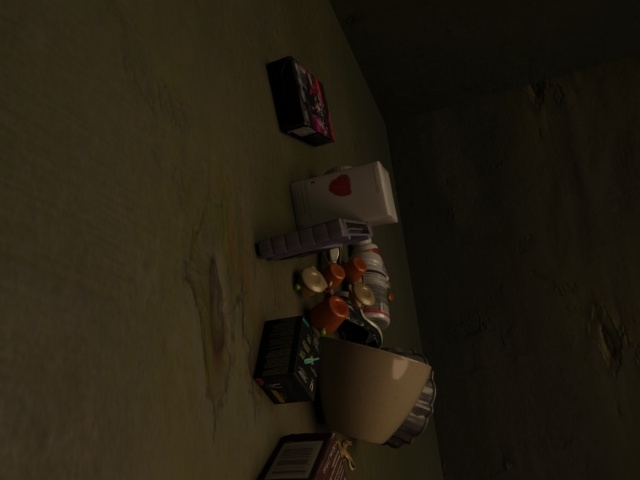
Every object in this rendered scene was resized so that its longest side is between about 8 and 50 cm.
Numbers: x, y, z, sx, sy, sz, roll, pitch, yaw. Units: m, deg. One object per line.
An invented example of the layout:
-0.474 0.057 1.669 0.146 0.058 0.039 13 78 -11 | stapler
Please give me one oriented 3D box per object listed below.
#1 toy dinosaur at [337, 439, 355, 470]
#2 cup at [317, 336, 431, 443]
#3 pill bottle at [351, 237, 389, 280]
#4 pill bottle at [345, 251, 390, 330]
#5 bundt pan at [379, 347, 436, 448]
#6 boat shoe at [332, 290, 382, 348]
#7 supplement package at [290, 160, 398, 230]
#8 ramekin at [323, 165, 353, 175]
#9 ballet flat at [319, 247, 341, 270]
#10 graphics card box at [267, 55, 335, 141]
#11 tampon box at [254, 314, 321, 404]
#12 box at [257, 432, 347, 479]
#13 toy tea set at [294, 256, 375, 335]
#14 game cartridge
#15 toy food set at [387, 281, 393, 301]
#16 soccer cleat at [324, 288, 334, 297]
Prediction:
0.063 0.637 1.410 0.183 0.053 0.092 52 14 -69 | toy dinosaur
0.127 0.432 1.355 0.331 0.331 0.236 42 59 -62 | cup
0.203 0.090 2.045 0.121 0.121 0.216 26 44 -68 | pill bottle
0.178 0.197 1.848 0.161 0.161 0.283 55 28 -52 | pill bottle
0.217 0.504 1.580 0.124 0.331 0.330 25 47 -29 | bundt pan
0.123 0.317 1.666 0.340 0.127 0.113 63 36 -43 | boat shoe
0.078 -0.121 1.529 0.175 0.293 0.177 15 64 -71 | supplement package
0.084 -0.174 1.748 0.109 0.207 0.207 -95 164 -52 | ramekin
0.042 0.008 1.658 0.086 0.086 0.248 55 28 -51 | ballet flat
-0.057 -0.474 1.679 0.371 0.094 0.232 -8 86 -72 | graphics card box
-0.072 0.277 1.110 0.161 0.102 0.120 -81 153 -47 | tampon box
-0.006 0.638 1.020 0.191 0.143 0.381 -38 116 -71 | box
0.047 0.168 1.485 0.336 0.124 0.200 -14 64 -51 | toy tea set
0.000 0.000 1.306 0.068 0.230 0.355 72 17 5 | game cartridge
0.235 0.191 2.197 0.232 0.105 0.111 43 45 -27 | toy food set
0.029 0.166 1.629 0.083 0.029 0.035 63 13 -47 | soccer cleat
